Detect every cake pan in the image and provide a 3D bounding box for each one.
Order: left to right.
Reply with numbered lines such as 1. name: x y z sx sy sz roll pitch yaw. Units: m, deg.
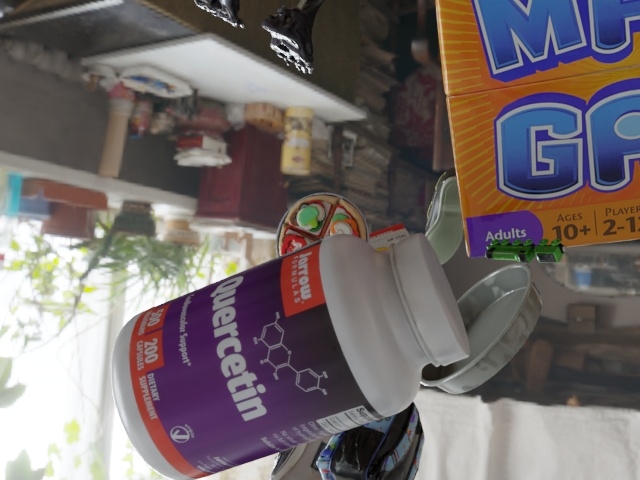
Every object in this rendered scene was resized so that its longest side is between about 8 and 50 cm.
1. cake pan: 0.297 0.166 1.369 0.054 0.293 0.293 41 167 -7

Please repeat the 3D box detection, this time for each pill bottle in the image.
1. pill bottle: -0.028 0.107 0.727 0.322 0.182 0.181 -22 167 14

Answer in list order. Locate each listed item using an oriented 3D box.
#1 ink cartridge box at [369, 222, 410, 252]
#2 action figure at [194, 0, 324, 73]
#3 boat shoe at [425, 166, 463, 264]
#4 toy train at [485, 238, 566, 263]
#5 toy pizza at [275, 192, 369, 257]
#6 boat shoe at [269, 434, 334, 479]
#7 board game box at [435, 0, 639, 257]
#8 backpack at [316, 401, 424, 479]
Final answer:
1. ink cartridge box: 0.165 0.043 1.791 0.134 0.078 0.231 -19 -139 -7
2. action figure: 0.003 -0.292 0.620 0.164 0.276 0.141 29 178 0
3. boat shoe: 0.276 -0.050 1.627 0.081 0.228 0.069 9 -147 -5
4. toy train: 0.191 0.011 0.696 0.083 0.024 0.017 0 128 49
5. toy pizza: 0.000 0.000 1.503 0.201 0.201 0.032 1 173 19
6. boat shoe: -0.052 0.503 1.586 0.127 0.340 0.158 42 147 -8
7. board game box: 0.329 -0.216 0.880 0.356 0.356 0.356 -7 -165 12
8. backpack: 0.091 0.332 1.169 0.116 0.173 0.158 5 134 33
